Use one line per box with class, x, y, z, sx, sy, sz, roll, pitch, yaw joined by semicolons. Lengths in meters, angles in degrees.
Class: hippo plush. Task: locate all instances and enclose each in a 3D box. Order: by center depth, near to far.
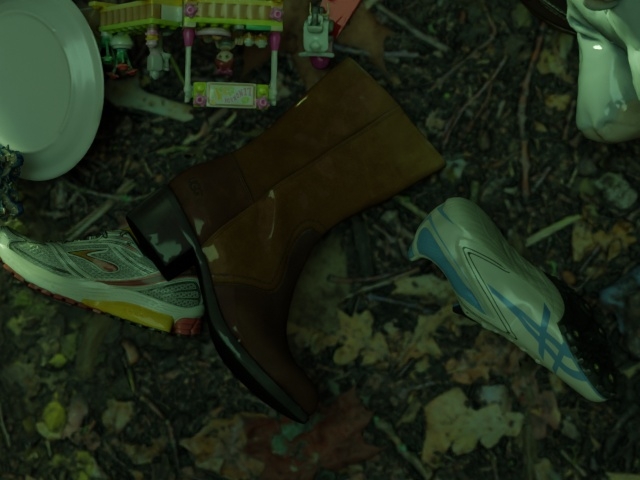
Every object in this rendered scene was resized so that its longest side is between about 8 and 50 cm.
hippo plush;0.315;-0.214;1.196;0.234;0.236;0.294;-22;98;-2

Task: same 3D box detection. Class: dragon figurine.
dragon figurine;-0.415;-0.057;1.436;0.289;0.144;0.085;0;85;44

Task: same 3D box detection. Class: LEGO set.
LEGO set;-0.131;-0.177;1.365;0.287;0.132;0.107;1;90;14

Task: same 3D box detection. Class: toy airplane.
toy airplane;0.013;-0.281;1.398;0.151;0.028;0.151;-1;87;12

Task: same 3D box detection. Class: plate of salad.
plate of salad;-0.284;-0.160;1.419;0.200;0.048;0.199;7;103;33

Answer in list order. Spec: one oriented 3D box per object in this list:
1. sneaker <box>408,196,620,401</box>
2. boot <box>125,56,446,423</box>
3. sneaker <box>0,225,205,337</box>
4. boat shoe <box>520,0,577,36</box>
sneaker;0.181;0.063;1.320;0.237;0.085;0.086;46;122;8
boot;0.000;0.000;1.352;0.280;0.096;0.264;-34;77;-13
sneaker;-0.215;0.025;1.402;0.225;0.088;0.092;17;86;3
boat shoe;0.197;-0.268;1.338;0.207;0.073;0.073;39;91;10
